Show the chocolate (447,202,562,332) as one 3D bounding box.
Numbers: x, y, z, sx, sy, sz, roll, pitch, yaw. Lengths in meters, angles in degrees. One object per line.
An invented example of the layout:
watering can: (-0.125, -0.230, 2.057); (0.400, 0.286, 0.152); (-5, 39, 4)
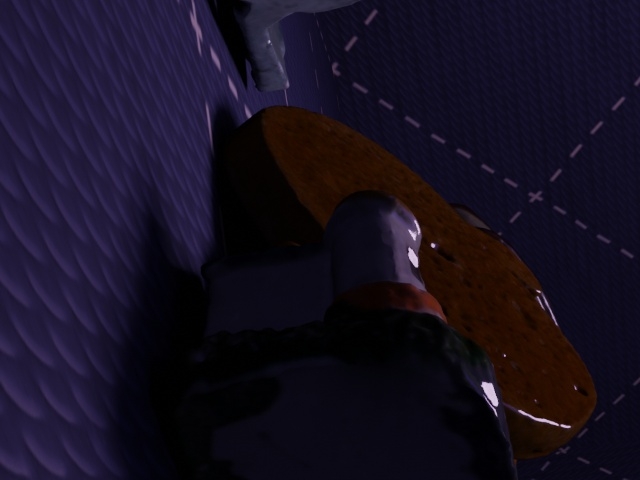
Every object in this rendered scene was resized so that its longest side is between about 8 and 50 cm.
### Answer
chocolate: (0.164, 0.095, 1.375); (0.283, 0.186, 0.284); (157, -90, -88)

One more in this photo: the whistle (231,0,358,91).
whistle: (-0.049, -0.289, 1.144); (0.405, 0.188, 0.168); (-46, -129, 54)

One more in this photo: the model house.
model house: (0.018, 0.086, 0.814); (0.301, 0.190, 0.271); (-95, 172, -52)

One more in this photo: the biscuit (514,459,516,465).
biscuit: (0.101, 0.358, 1.185); (0.314, 0.063, 0.367); (-56, 166, -68)

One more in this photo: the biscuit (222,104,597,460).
biscuit: (0.083, 0.035, 1.082); (0.350, 0.070, 0.394); (10, 36, -52)
